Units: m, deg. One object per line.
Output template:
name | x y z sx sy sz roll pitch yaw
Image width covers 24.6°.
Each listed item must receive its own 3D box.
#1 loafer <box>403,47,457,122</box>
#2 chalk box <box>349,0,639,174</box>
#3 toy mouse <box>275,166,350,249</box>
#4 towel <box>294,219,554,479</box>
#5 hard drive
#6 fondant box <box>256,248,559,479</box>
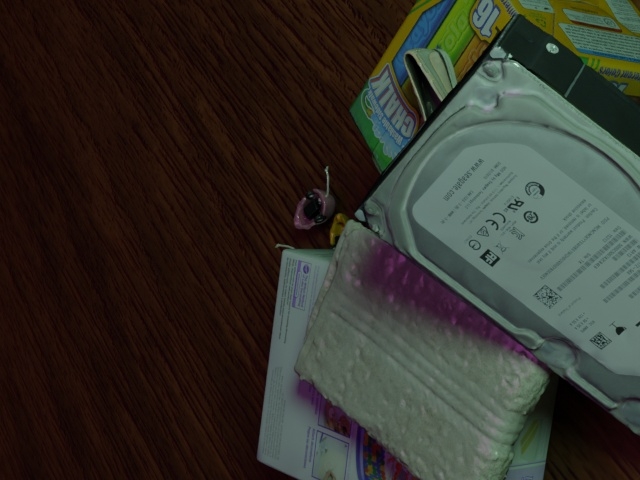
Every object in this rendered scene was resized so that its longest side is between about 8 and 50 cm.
loafer | 0.100 -0.109 1.253 0.045 0.039 0.125 -39 58 45
chalk box | 0.161 -0.110 1.358 0.289 0.180 0.179 -58 45 36
toy mouse | 0.000 0.000 1.692 0.143 0.031 0.161 -14 79 52
towel | 0.092 0.115 1.381 0.282 0.049 0.187 39 118 40
hard drive | 0.220 0.005 1.175 0.339 0.064 0.237 37 137 -3
fondant box | 0.083 0.153 1.495 0.330 0.096 0.238 16 101 48
